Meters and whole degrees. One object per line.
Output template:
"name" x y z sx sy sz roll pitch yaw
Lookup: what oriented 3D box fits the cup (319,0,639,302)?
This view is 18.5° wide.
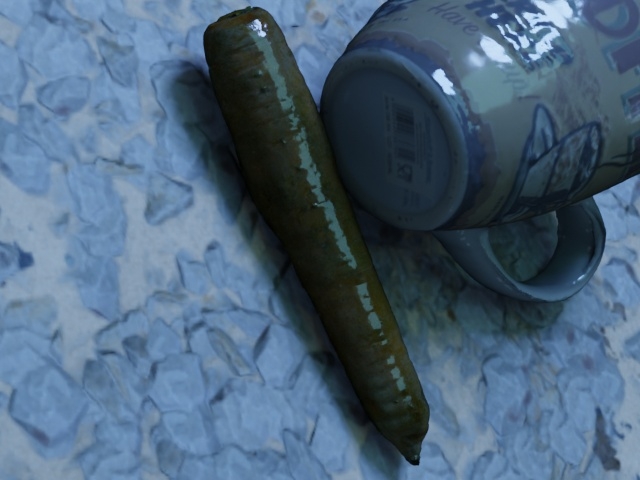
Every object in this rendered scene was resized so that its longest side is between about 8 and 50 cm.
"cup" 0.132 -0.078 1.449 0.257 0.227 0.301 -29 121 -37

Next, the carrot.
"carrot" 0.001 0.000 1.376 0.070 0.070 0.342 -26 95 -44
